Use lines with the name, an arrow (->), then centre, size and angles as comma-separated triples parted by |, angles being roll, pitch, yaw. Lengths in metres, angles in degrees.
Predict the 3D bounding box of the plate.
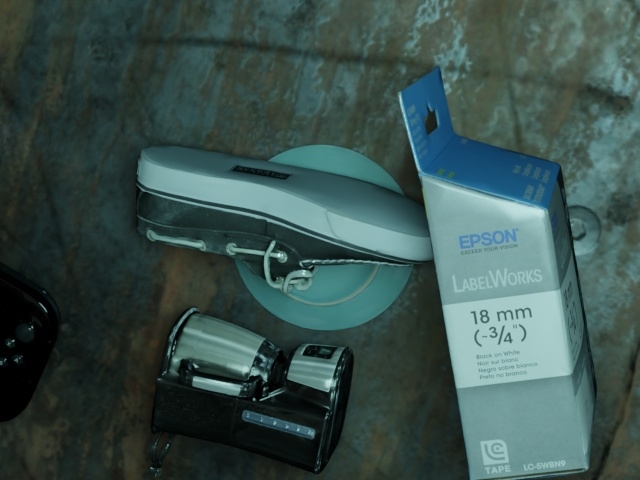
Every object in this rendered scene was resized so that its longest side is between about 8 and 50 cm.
plate -> 0.000, 0.000, 1.430 | 0.188, 0.024, 0.188 | 2, 101, 12

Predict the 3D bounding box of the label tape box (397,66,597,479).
label tape box -> 0.165, 0.013, 1.284 | 0.106, 0.240, 0.333 | -9, 100, 14

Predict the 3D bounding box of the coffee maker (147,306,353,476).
coffee maker -> -0.066, 0.164, 1.444 | 0.178, 0.120, 0.171 | 15, 128, 9

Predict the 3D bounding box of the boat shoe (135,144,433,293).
boat shoe -> -0.035, -0.007, 1.366 | 0.306, 0.113, 0.105 | 12, 110, 12

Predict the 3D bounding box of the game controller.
game controller -> -0.422, 0.058, 1.509 | 0.319, 0.067, 0.166 | 29, 106, 5
